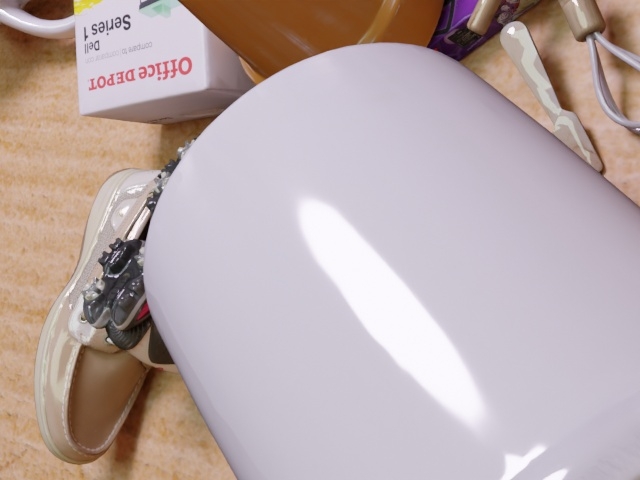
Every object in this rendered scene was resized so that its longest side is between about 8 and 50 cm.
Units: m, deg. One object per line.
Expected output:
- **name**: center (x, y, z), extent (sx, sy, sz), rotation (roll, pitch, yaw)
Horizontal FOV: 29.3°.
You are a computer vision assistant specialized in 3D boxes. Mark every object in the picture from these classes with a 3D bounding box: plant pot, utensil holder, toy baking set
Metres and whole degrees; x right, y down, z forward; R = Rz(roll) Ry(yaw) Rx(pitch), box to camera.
- **plant pot**: center (-0.030, -0.229, 1.032), extent (0.205, 0.188, 0.205), rotation (-17, 64, 38)
- **utensil holder**: center (0.098, 0.096, 0.777), extent (0.327, 0.327, 0.385), rotation (-53, 45, 15)
- **toy baking set**: center (0.209, -0.184, 0.934), extent (0.197, 0.030, 0.256), rotation (36, 104, 26)

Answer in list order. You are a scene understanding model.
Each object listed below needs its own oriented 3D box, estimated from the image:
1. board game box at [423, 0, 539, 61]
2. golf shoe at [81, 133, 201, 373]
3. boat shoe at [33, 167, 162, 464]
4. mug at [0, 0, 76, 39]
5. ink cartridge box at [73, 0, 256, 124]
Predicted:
- **board game box**: center (0.082, -0.312, 1.123), extent (0.208, 0.056, 0.347), rotation (-33, 55, 25)
- **golf shoe**: center (-0.110, -0.005, 1.158), extent (0.105, 0.120, 0.273), rotation (10, 60, 50)
- **boat shoe**: center (-0.192, 0.072, 1.198), extent (0.098, 0.109, 0.302), rotation (1, 71, 44)
- **mug**: center (-0.373, -0.392, 1.442), extent (0.374, 0.276, 0.328), rotation (35, 103, 12)
- **ink cartridge box**: center (-0.144, -0.265, 1.215), extent (0.201, 0.117, 0.278), rotation (-4, 88, 42)
